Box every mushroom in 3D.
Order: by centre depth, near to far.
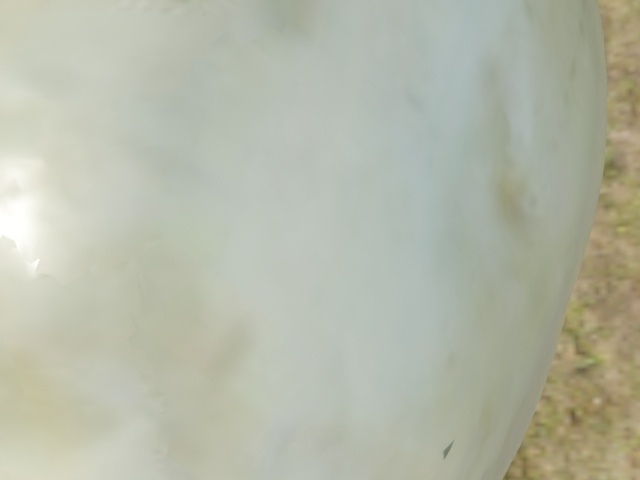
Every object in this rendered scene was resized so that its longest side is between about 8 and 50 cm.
[{"bbox_3d":[-0.084,-0.028,0.615,0.314,0.336,0.314,-28,126,-48],"label":"mushroom"}]
